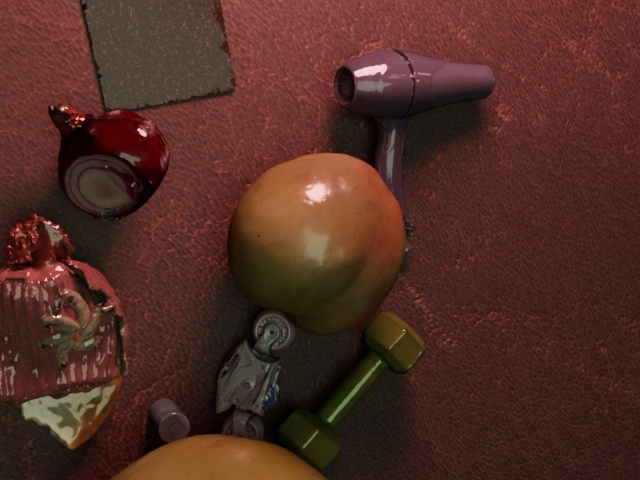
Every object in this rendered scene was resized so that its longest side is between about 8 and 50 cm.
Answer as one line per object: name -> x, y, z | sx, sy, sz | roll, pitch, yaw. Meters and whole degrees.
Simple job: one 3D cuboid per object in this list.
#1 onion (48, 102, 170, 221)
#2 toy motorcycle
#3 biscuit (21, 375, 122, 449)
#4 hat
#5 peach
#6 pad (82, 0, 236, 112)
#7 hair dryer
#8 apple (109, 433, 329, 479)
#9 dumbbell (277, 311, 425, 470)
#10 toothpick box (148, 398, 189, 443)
onion -> -0.321, -0.141, 1.295 | 0.173, 0.135, 0.198 | -25, 116, 19
toy motorcycle -> -0.118, 0.234, 1.464 | 0.112, 0.112, 0.254 | 15, 93, -23
biscuit -> -0.426, 0.163, 1.349 | 0.204, 0.040, 0.309 | -45, 111, -11
hat -> -0.400, 0.105, 1.271 | 0.236, 0.107, 0.287 | -8, 105, -32
peach -> 0.001, 0.000, 1.389 | 0.292, 0.247, 0.292 | -3, 104, -12
pad -> -0.263, -0.381, 1.362 | 0.220, 0.004, 0.330 | -13, 102, -20
hair dryer -> 0.161, -0.154, 1.533 | 0.301, 0.121, 0.361 | -7, 109, -30
apple -> -0.141, 0.503, 1.279 | 0.473, 0.473, 0.474 | -3, 98, -22
dumbbell -> 0.054, 0.264, 1.523 | 0.108, 0.121, 0.302 | 41, 80, 8
toothpick box -> -0.247, 0.293, 1.416 | 0.052, 0.083, 0.052 | -3, 99, -22
